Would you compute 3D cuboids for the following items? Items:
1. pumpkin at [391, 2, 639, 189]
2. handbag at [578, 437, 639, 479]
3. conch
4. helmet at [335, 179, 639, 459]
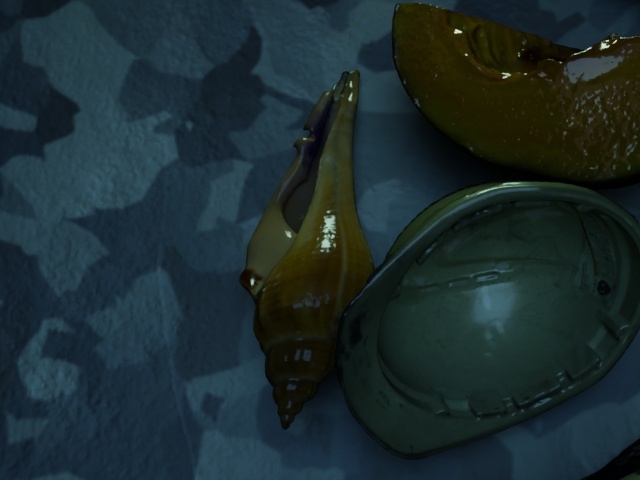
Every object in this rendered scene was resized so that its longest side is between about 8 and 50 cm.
[{"bbox_3d":[0.218,-0.104,0.986,0.312,0.169,0.148,9,83,21],"label":"pumpkin"},{"bbox_3d":[0.186,0.240,0.816,0.327,0.325,0.162,-38,81,-4],"label":"handbag"},{"bbox_3d":[0.004,0.003,1.007,0.093,0.109,0.330,34,54,-27],"label":"conch"},{"bbox_3d":[0.116,0.038,0.963,0.257,0.137,0.204,-24,117,-6],"label":"helmet"}]
